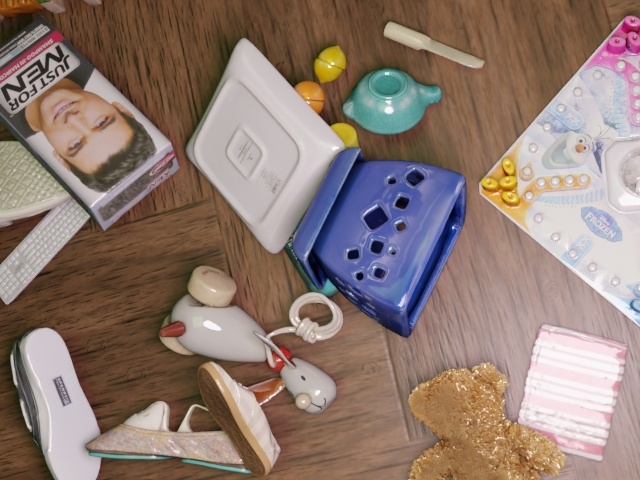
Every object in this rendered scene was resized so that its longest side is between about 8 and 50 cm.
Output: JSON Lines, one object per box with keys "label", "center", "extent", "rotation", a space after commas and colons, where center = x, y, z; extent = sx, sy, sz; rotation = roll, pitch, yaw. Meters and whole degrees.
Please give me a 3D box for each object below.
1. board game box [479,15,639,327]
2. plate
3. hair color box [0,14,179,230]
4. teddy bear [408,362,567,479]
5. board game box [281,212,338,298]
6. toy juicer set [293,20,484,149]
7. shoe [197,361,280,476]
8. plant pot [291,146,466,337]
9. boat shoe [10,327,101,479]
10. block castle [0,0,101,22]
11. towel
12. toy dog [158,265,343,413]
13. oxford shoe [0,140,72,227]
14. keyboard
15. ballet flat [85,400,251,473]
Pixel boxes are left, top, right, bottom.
{"label": "board game box", "center": [0.523, -0.110, 1.492], "extent": [0.390, 0.050, 0.390], "rotation": [42, 94, 16]}
{"label": "plate", "center": [-0.115, -0.153, 1.581], "extent": [0.278, 0.045, 0.277], "rotation": [49, 130, 17]}
{"label": "hair color box", "center": [-0.454, -0.218, 1.693], "extent": [0.185, 0.113, 0.374], "rotation": [-42, 75, -15]}
{"label": "teddy bear", "center": [0.267, 0.361, 1.470], "extent": [0.245, 0.113, 0.338], "rotation": [-44, 76, 27]}
{"label": "board game box", "center": [0.000, 0.000, 1.622], "extent": [0.126, 0.026, 0.186], "rotation": [-34, 76, 8]}
{"label": "toy juicer set", "center": [0.094, -0.267, 1.609], "extent": [0.329, 0.089, 0.209], "rotation": [-35, 63, -16]}
{"label": "shoe", "center": [-0.131, 0.284, 1.513], "extent": [0.076, 0.058, 0.219], "rotation": [-8, 114, 49]}
{"label": "plant pot", "center": [0.091, -0.005, 1.477], "extent": [0.212, 0.236, 0.236], "rotation": [24, 79, 15]}
{"label": "boat shoe", "center": [-0.487, 0.310, 1.672], "extent": [0.102, 0.108, 0.301], "rotation": [-19, 91, 43]}
{"label": "block castle", "center": [-0.511, -0.600, 1.733], "extent": [0.453, 0.213, 0.303], "rotation": [-7, 81, 14]}
{"label": "towel", "center": [0.402, 0.245, 1.490], "extent": [0.144, 0.029, 0.197], "rotation": [13, 89, 16]}
{"label": "toy dog", "center": [-0.139, 0.183, 1.549], "extent": [0.333, 0.161, 0.220], "rotation": [14, 111, 19]}
{"label": "oxford shoe", "center": [-0.668, -0.073, 1.756], "extent": [0.449, 0.130, 0.169], "rotation": [-16, 62, -3]}
{"label": "keyboard", "center": [-0.530, 0.007, 1.761], "extent": [0.256, 0.014, 0.072], "rotation": [-46, 75, 4]}
{"label": "ballet flat", "center": [-0.248, 0.336, 1.608], "extent": [0.316, 0.107, 0.106], "rotation": [5, 80, 5]}
